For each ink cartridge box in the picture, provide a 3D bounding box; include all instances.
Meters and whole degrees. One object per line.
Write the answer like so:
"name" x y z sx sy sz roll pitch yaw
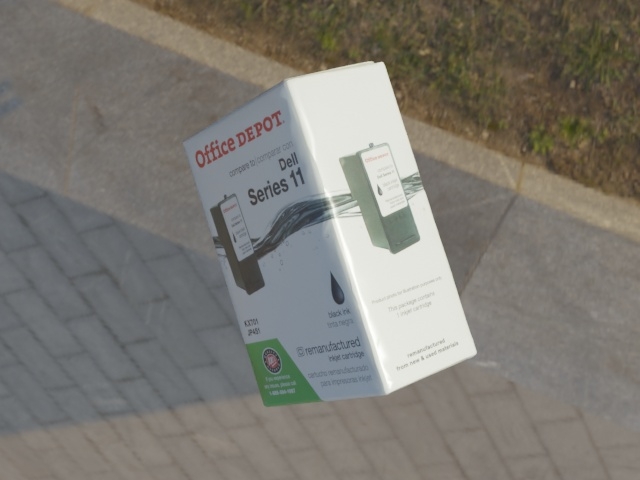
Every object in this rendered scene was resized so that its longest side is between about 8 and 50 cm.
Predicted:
"ink cartridge box" 0.000 0.000 0.661 0.153 0.087 0.208 -20 88 54
